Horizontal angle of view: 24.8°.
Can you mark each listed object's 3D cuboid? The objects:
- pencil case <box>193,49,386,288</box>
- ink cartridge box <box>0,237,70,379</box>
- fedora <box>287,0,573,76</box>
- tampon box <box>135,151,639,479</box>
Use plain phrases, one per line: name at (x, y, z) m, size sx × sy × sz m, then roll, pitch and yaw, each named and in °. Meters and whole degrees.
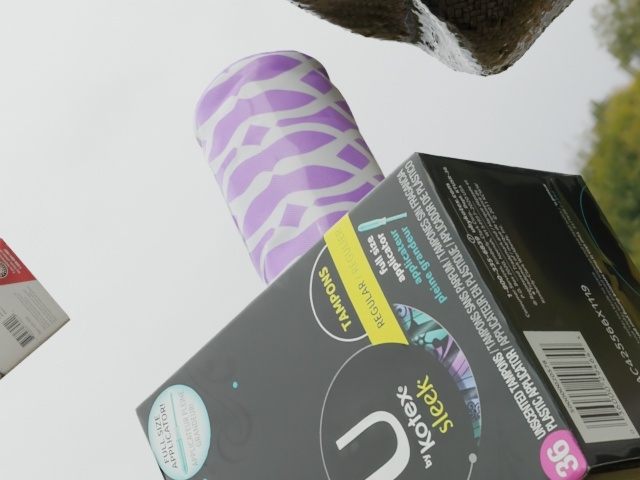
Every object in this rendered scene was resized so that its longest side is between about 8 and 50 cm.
pencil case at (0.000, 0.000, 0.742) m, size 0.086 × 0.206 × 0.088 m, roll -2°, pitch -35°, yaw -31°
ink cartridge box at (-0.305, 0.078, 1.286) m, size 0.135 × 0.099 × 0.056 m, roll -41°, pitch 5°, yaw -14°
fedora at (0.056, -0.182, 0.779) m, size 0.152 × 0.334 × 0.334 m, roll -67°, pitch -16°, yaw -1°
tampon box at (0.035, 0.066, 0.508) m, size 0.101 × 0.120 × 0.161 m, roll 5°, pitch -40°, yaw -48°
